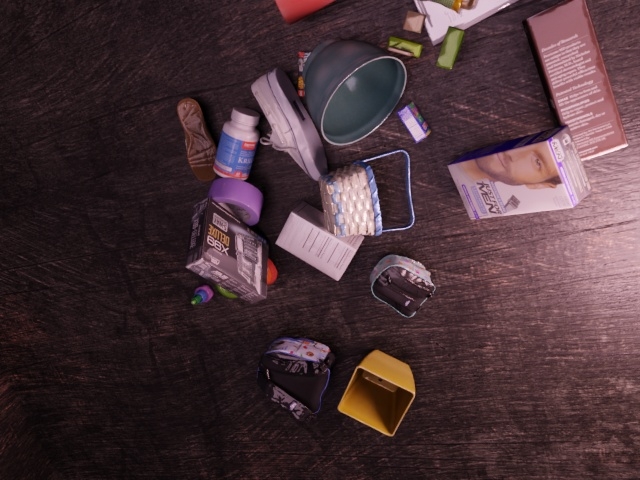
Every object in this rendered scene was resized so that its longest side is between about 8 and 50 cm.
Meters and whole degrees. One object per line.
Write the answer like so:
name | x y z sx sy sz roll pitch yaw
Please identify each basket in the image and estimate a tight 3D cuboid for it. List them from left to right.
basket | 0.148 -0.139 1.588 0.289 0.201 0.255 -10 107 -8

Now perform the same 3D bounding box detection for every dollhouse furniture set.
dollhouse furniture set | 0.297 -0.622 1.314 0.197 0.151 0.301 20 115 11

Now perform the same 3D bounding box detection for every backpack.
backpack | -0.095 0.480 1.889 0.263 0.213 0.276 17 109 3
backpack | 0.257 0.133 1.665 0.188 0.144 0.166 26 120 -18

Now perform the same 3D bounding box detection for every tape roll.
tape roll | -0.291 -0.127 1.731 0.189 0.080 0.189 10 153 5

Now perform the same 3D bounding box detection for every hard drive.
hard drive | 0.408 -0.696 1.357 0.318 0.040 0.210 -22 102 25

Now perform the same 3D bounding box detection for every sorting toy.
sorting toy | -0.339 0.172 1.897 0.365 0.126 0.127 -21 103 23

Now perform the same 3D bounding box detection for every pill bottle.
pill bottle | -0.271 -0.320 1.683 0.124 0.124 0.221 24 117 8

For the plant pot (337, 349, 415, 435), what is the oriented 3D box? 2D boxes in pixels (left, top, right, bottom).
plant pot | 0.210 0.515 1.811 0.212 0.187 0.212 24 116 8

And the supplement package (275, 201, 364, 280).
supplement package | 0.000 0.000 1.708 0.244 0.139 0.134 31 115 6

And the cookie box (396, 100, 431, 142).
cookie box | 0.278 -0.350 1.507 0.040 0.092 0.107 -31 99 29

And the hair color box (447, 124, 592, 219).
hair color box | 0.526 -0.172 1.386 0.339 0.110 0.185 -8 112 59

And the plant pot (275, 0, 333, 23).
plant pot | -0.016 -0.754 1.366 0.243 0.275 0.275 -13 106 12

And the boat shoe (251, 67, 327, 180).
boat shoe | -0.114 -0.339 1.609 0.156 0.136 0.367 -19 111 27

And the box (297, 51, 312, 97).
box | -0.024 -0.511 1.580 0.094 0.027 0.137 8 113 16

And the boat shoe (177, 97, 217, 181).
boat shoe | -0.414 -0.347 1.752 0.104 0.089 0.285 -10 111 -5

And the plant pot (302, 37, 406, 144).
plant pot | 0.070 -0.449 1.456 0.293 0.293 0.196 -51 62 27

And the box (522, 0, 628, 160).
box | 0.644 -0.409 1.306 0.143 0.191 0.381 -17 104 23

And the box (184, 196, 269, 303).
box | -0.299 0.038 1.690 0.076 0.242 0.307 -23 139 27
